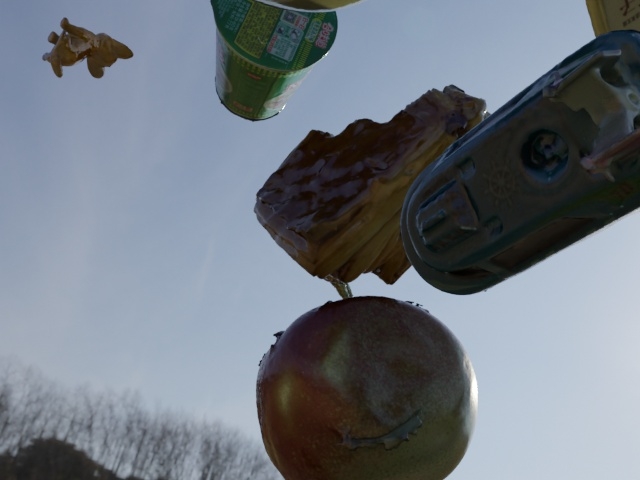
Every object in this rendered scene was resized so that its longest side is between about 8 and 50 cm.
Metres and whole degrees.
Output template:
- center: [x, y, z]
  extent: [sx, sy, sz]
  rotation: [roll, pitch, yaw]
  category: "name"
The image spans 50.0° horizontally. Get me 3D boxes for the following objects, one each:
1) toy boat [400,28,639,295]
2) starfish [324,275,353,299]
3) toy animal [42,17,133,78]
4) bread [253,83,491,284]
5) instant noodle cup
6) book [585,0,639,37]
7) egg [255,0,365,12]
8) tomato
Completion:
- center: [0.141, -0.043, 0.554]
  extent: [0.092, 0.134, 0.299]
  rotation: [-9, -19, -33]
  category: "toy boat"
- center: [-0.002, 0.001, 1.429]
  extent: [0.078, 0.347, 0.358]
  rotation: [-21, -16, 0]
  category: "starfish"
- center: [-0.258, -0.206, 0.766]
  extent: [0.060, 0.081, 0.083]
  rotation: [-33, -37, 33]
  category: "toy animal"
- center: [0.093, -0.093, 1.111]
  extent: [0.191, 0.370, 0.314]
  rotation: [46, 0, -31]
  category: "bread"
- center: [-0.101, -0.328, 1.194]
  extent: [0.207, 0.206, 0.232]
  rotation: [19, -20, -9]
  category: "instant noodle cup"
- center: [0.332, -0.324, 0.680]
  extent: [0.289, 0.201, 0.026]
  rotation: [60, -9, -26]
  category: "book"
- center: [-0.017, -0.314, 0.651]
  extent: [0.254, 0.188, 0.188]
  rotation: [-12, -13, -26]
  category: "egg"
- center: [0.059, 0.231, 0.938]
  extent: [0.304, 0.239, 0.303]
  rotation: [-10, -45, -11]
  category: "tomato"
